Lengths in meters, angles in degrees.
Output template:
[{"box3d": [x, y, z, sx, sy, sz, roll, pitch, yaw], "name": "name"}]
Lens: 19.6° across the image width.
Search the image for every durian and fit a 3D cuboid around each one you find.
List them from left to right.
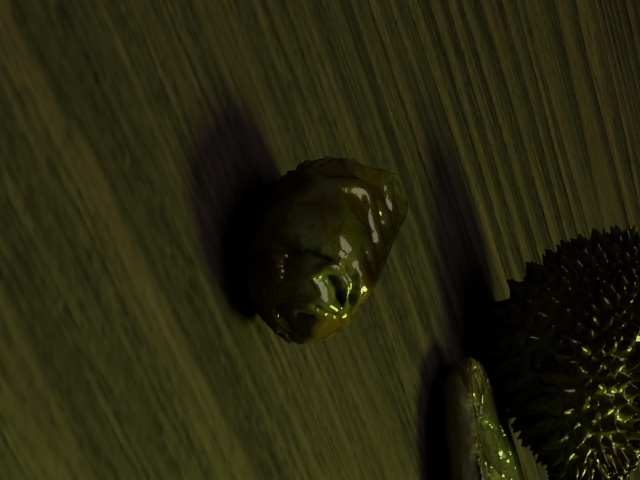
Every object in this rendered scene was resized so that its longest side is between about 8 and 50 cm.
[{"box3d": [0.147, 0.094, 1.134, 0.146, 0.102, 0.208, 163, -70, -73], "name": "durian"}]

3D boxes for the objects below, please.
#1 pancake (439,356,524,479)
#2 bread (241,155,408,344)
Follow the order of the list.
[{"box3d": [0.093, 0.145, 1.054, 0.158, 0.028, 0.158, -8, 90, -75], "name": "pancake"}, {"box3d": [0.000, 0.000, 0.789, 0.110, 0.060, 0.066, -61, 168, -60], "name": "bread"}]
